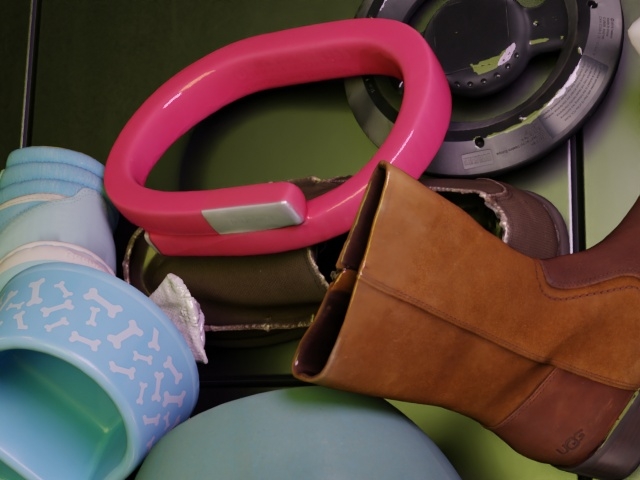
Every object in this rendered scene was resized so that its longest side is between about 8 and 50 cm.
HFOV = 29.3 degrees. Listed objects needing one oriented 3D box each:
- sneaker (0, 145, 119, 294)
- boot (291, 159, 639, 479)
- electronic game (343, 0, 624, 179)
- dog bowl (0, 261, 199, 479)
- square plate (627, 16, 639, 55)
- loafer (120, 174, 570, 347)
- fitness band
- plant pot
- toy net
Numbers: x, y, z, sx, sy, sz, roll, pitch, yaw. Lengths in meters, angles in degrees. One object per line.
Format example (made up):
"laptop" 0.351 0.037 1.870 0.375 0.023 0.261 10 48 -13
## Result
"sneaker" -0.271 0.044 1.047 0.319 0.127 0.208 -34 37 32
"boot" 0.140 0.009 0.822 0.264 0.280 0.096 -62 28 6
"electronic game" 0.126 -0.156 0.975 0.229 0.048 0.229 -9 67 21
"dog bowl" -0.215 0.142 0.907 0.166 0.074 0.297 40 127 -8
"square plate" 0.434 -0.109 0.771 0.347 0.049 0.344 -37 77 15
"loafer" 0.000 0.000 0.941 0.366 0.130 0.134 -8 75 17
"fitness band" -0.037 -0.081 0.938 0.291 0.054 0.209 -2 47 35
"plant pot" -0.011 0.239 0.817 0.293 0.293 0.235 -22 60 13
"toy net" -0.129 0.126 0.959 0.122 0.045 0.232 27 114 35
